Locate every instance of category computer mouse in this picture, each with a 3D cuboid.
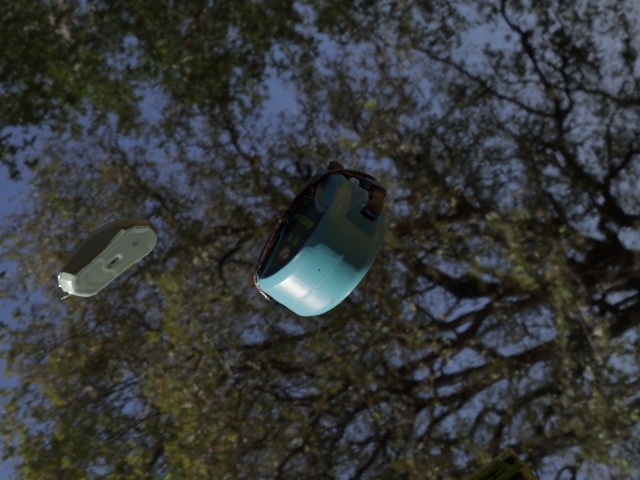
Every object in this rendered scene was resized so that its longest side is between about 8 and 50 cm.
[{"bbox_3d":[-0.338,0.023,1.319,0.056,0.181,0.089,45,173,35],"label":"computer mouse"}]

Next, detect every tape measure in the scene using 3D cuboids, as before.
[{"bbox_3d":[0.000,0.000,0.749,0.081,0.146,0.125,36,-178,-19],"label":"tape measure"}]

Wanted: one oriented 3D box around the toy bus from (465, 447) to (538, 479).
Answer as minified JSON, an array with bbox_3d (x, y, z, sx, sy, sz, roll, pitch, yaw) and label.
[{"bbox_3d":[0.200,0.303,0.784,0.139,0.113,0.302,52,178,37],"label":"toy bus"}]
